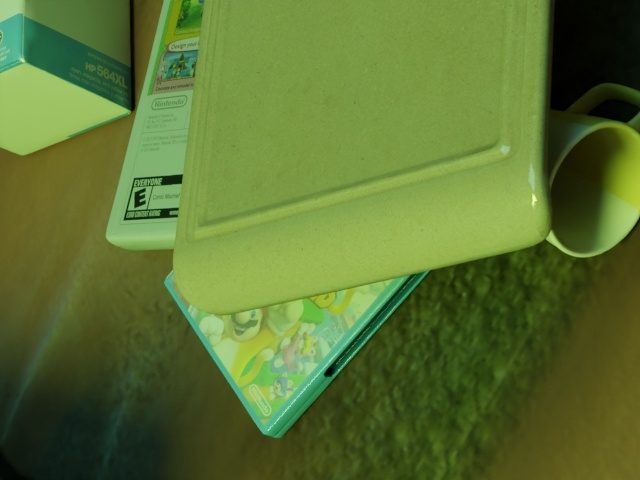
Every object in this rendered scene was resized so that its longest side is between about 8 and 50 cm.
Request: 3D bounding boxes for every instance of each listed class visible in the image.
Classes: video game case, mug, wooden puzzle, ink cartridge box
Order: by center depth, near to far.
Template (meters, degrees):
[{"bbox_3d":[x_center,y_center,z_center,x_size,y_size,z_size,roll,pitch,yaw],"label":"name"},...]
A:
[{"bbox_3d":[0.111,-0.033,0.882,0.064,0.078,0.062,28,126,51],"label":"mug"},{"bbox_3d":[0.025,-0.094,0.918,0.221,0.044,0.239,-14,67,41],"label":"wooden puzzle"},{"bbox_3d":[0.000,0.000,0.981,0.166,0.015,0.119,-49,50,15],"label":"video game case"},{"bbox_3d":[-0.014,-0.090,1.000,0.212,0.023,0.193,-2,70,45],"label":"video game case"},{"bbox_3d":[-0.169,-0.138,1.119,0.092,0.090,0.143,-18,63,34],"label":"ink cartridge box"}]
